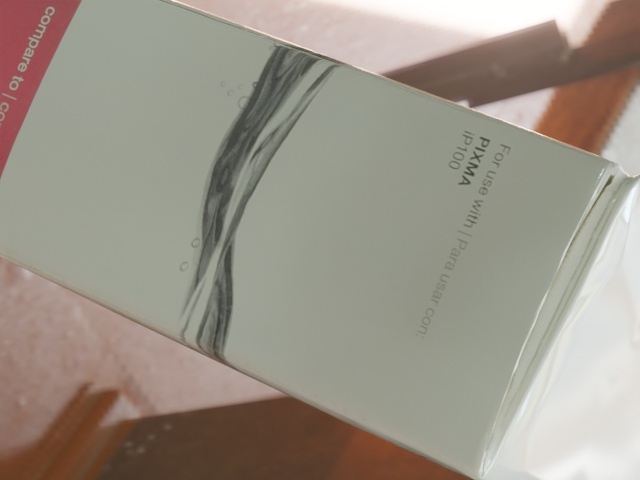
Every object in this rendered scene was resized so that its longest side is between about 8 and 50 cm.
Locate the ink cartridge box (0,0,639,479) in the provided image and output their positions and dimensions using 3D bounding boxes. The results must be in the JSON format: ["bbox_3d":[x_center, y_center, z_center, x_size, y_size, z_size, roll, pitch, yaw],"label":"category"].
[{"bbox_3d":[0.000,0.000,0.727,0.117,0.283,0.207,-65,152,-3],"label":"ink cartridge box"}]
